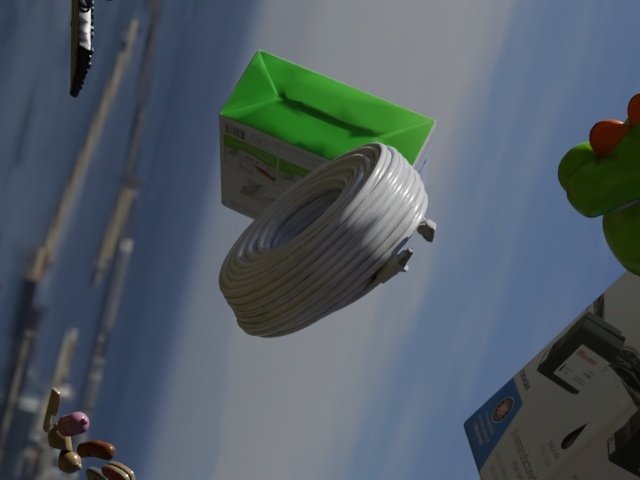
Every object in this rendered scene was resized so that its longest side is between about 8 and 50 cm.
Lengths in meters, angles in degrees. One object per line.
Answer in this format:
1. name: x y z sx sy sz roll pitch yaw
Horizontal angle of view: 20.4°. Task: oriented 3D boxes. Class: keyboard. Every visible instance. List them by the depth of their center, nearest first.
1. keyboard: -0.219 -0.237 1.720 0.100 0.038 0.192 112 -23 -54

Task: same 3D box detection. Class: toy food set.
1. toy food set: -0.202 0.186 1.536 0.019 0.122 0.078 -28 149 -41

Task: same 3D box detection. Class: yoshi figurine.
1. yoshi figurine: 0.415 -0.068 1.729 0.203 0.362 0.203 18 57 -87

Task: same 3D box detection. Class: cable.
1. cable: 0.000 0.000 1.932 0.257 0.089 0.257 -36 -163 12

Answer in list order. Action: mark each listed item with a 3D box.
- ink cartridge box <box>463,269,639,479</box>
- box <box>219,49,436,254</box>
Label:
1. ink cartridge box: 0.379 0.193 2.117 0.395 0.166 0.285 -45 -164 11
2. box: 0.005 -0.098 2.377 0.231 0.262 0.127 92 23 -60
